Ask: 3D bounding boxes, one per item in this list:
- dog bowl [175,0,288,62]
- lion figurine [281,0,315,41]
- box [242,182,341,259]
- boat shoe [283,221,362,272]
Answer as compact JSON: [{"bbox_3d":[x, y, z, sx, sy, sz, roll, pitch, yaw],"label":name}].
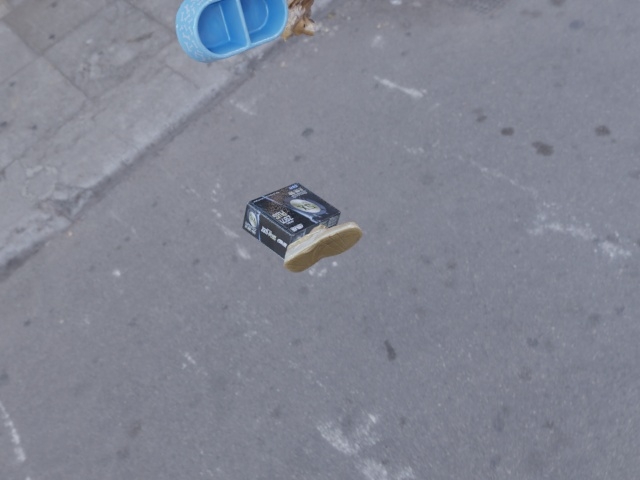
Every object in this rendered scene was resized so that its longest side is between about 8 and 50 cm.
[{"bbox_3d":[-0.205,-0.541,1.511,0.297,0.166,0.074,-30,33,-26],"label":"dog bowl"},{"bbox_3d":[-0.046,-0.756,1.669,0.142,0.392,0.240,23,51,17],"label":"lion figurine"},{"bbox_3d":[-0.067,-0.049,1.452,0.147,0.078,0.180,36,39,25],"label":"box"},{"bbox_3d":[0.000,0.000,1.170,0.170,0.063,0.059,-26,46,21],"label":"boat shoe"}]
